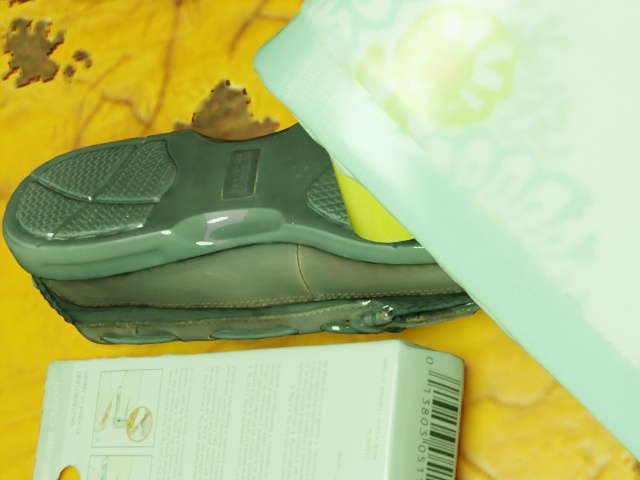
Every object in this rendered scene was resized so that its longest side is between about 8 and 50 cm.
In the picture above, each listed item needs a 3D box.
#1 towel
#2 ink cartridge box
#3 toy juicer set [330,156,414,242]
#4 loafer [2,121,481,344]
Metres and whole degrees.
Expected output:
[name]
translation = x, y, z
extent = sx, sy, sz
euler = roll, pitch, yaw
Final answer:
[towel]
translation = 0.212, -0.045, 0.664
extent = 0.320, 0.090, 0.374
euler = -44, 100, 8
[ink cartridge box]
translation = -0.045, 0.146, 0.849
extent = 0.232, 0.066, 0.189
euler = -8, 70, 43
[toy juicer set]
translation = 0.148, -0.117, 0.798
extent = 0.329, 0.089, 0.209
euler = -24, 27, 6
[loafer]
translation = 0.000, 0.000, 0.854
extent = 0.303, 0.095, 0.109
euler = -3, 43, 18
